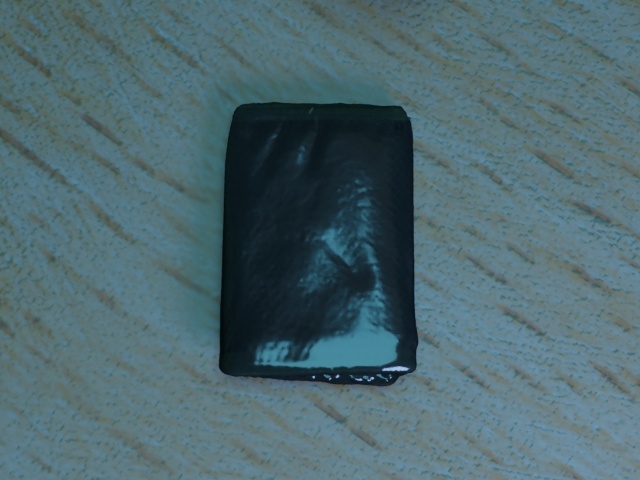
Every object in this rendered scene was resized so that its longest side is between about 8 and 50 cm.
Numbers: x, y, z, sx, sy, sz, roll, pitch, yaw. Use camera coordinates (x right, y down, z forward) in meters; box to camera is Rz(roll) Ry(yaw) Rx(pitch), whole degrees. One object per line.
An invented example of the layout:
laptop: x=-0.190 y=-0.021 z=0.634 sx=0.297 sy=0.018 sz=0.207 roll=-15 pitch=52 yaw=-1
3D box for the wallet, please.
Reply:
wallet: x=0.000 y=0.000 z=1.309 sx=0.168 sy=0.052 sz=0.245 roll=2 pitch=75 yaw=-2
